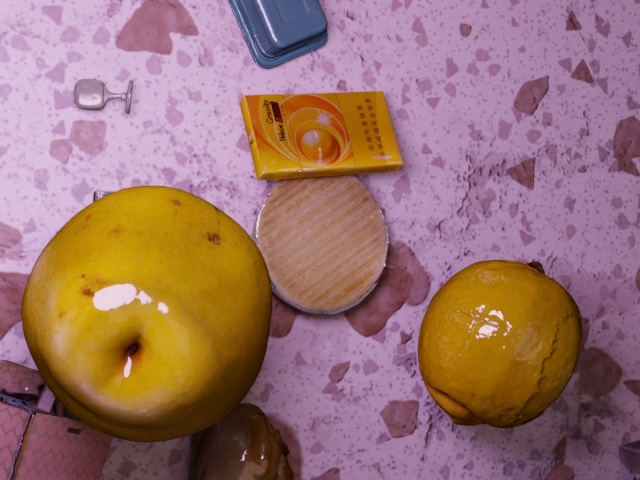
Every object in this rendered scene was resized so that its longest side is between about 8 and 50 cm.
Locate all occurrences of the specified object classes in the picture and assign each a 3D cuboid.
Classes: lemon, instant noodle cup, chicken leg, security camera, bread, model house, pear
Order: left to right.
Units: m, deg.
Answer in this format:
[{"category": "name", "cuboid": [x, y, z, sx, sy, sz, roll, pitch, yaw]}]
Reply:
[{"category": "model house", "cuboid": [-0.457, 0.272, 1.454, 0.326, 0.244, 0.169, 22, 83, -21]}, {"category": "security camera", "cuboid": [-0.351, -0.235, 1.634, 0.092, 0.058, 0.058, 6, 85, -11]}, {"category": "pear", "cuboid": [-0.238, 0.106, 1.432, 0.362, 0.418, 0.363, 0, 99, -2]}, {"category": "chicken leg", "cuboid": [-0.170, 0.475, 1.638, 0.201, 0.152, 0.429, 23, 86, -9]}, {"category": "instant noodle cup", "cuboid": [-0.067, -0.405, 1.750, 0.157, 0.070, 0.179, -27, 97, -24]}, {"category": "bread", "cuboid": [0.000, 0.000, 1.775, 0.266, 0.040, 0.267, 1, 87, -24]}, {"category": "lemon", "cuboid": [0.314, 0.182, 1.777, 0.297, 0.297, 0.297, 1, 87, -24]}]

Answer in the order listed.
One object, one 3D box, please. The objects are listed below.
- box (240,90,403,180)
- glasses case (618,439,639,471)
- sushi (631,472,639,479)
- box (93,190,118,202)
[{"category": "box", "cuboid": [0.003, -0.184, 1.762, 0.269, 0.043, 0.152, -5, 69, -23]}, {"category": "glasses case", "cuboid": [0.709, 0.421, 2.051, 0.204, 0.071, 0.047, -9, 94, -24]}, {"category": "sushi", "cuboid": [0.627, 0.601, 2.018, 0.192, 0.050, 0.215, -41, 98, -23]}, {"category": "box", "cuboid": [-0.304, 0.038, 1.643, 0.132, 0.034, 0.235, 0, 88, -23]}]
